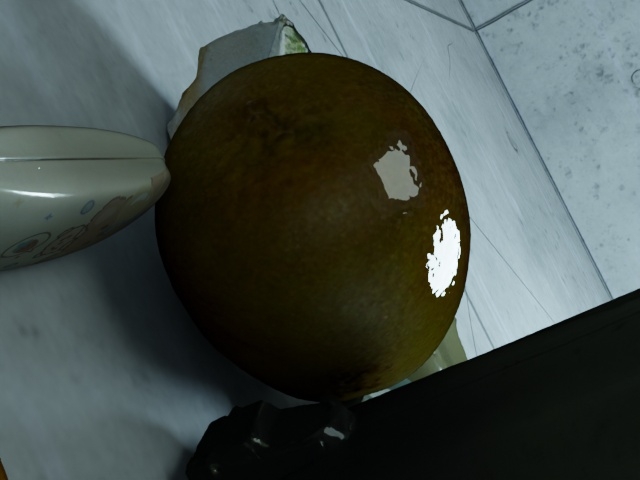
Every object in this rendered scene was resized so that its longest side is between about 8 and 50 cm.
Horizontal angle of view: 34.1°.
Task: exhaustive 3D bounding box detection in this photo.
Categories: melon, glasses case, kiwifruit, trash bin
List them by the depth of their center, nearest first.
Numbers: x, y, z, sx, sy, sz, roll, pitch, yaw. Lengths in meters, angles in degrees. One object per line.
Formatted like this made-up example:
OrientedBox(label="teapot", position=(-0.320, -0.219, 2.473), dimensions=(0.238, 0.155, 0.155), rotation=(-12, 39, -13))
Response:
OrientedBox(label="glasses case", position=(-0.140, -0.019, 0.495), dimensions=(0.051, 0.081, 0.204), rotation=(62, 21, 5))
OrientedBox(label="trash bin", position=(0.111, 0.156, 0.566), dimensions=(0.252, 0.302, 0.203), rotation=(59, 20, -13))
OrientedBox(label="kiwifruit", position=(0.000, 0.000, 0.652), dimensions=(0.234, 0.196, 0.196), rotation=(74, 3, -52))
OrientedBox(label="melon", position=(-0.062, -0.059, 0.772), dimensions=(0.139, 0.093, 0.202), rotation=(-48, 143, -42))

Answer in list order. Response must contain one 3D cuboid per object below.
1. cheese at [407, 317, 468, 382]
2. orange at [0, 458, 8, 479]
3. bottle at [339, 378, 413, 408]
OrientedBox(label="cheese", position=(0.058, 0.083, 0.851), dimensions=(0.202, 0.091, 0.175), rotation=(67, 19, 7))
OrientedBox(label="orange", position=(-0.144, 0.089, 0.345), dimensions=(0.083, 0.084, 0.083), rotation=(51, 23, -31))
OrientedBox(label="bottle", position=(0.130, 0.192, 0.748), dimensions=(0.286, 0.082, 0.082), rotation=(35, 24, -7))
